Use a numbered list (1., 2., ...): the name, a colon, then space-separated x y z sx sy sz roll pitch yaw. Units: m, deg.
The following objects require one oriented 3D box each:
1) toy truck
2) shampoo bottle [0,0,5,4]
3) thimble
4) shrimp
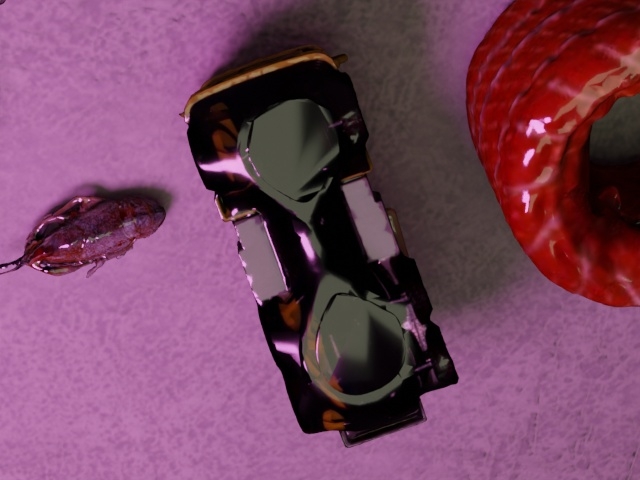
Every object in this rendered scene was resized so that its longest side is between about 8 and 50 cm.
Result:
1. toy truck: 0.000 0.000 1.891 0.180 0.254 0.405 -20 106 1
2. shampoo bottle: -0.410 -0.301 1.758 0.246 0.079 0.080 16 114 -16
3. thimble: 0.334 -0.113 1.878 0.350 0.230 0.350 -3 120 -5
4. shrimp: -0.256 -0.001 1.954 0.190 0.073 0.075 -25 76 -4
